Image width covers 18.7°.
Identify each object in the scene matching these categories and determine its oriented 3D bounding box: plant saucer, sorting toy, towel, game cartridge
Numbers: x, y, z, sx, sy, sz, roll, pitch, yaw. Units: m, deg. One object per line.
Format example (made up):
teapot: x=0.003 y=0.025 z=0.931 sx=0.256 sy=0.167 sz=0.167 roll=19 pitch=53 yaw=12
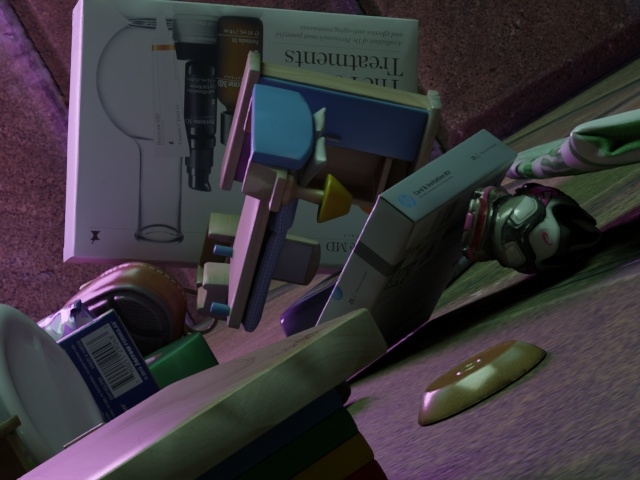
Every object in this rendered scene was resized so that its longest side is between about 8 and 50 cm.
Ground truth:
plant saucer: x=0.088 y=0.077 z=1.104 sx=0.083 sy=0.015 sz=0.083 roll=-30 pitch=3 yaw=1
sorting toy: x=-0.105 y=0.152 z=0.961 sx=0.255 sy=0.089 sz=0.257 roll=-31 pitch=3 yaw=-28
towel: x=0.268 y=-0.086 z=1.392 sx=0.247 sy=0.038 sz=0.325 roll=-14 pitch=2 yaw=-1
game cartridge: x=0.073 y=0.031 z=1.922 sx=0.196 sy=0.060 sz=0.294 roll=-33 pitch=1 yaw=23

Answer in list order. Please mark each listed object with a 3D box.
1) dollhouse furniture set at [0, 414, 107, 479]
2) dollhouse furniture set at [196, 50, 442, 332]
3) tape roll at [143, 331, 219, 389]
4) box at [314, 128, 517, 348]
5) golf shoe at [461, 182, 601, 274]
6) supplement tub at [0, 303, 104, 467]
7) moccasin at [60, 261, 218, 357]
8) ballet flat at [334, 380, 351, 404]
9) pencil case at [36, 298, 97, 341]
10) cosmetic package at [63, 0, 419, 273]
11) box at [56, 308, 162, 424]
dollhouse furniture set: x=-0.193 y=0.134 z=1.308 sx=0.161 sy=0.182 sz=0.101 roll=-30 pitch=2 yaw=19
dollhouse furniture set: x=0.000 y=0.000 z=1.876 sx=0.303 sy=0.198 sz=0.286 roll=-92 pitch=15 yaw=-61
tape roll: x=-0.232 y=0.196 z=1.811 sx=0.321 sy=0.077 sz=0.321 roll=-30 pitch=2 yaw=1
box: x=0.065 y=0.016 z=1.479 sx=0.145 sy=0.038 sz=0.186 roll=-33 pitch=-26 yaw=-46
golf shoe: x=0.169 y=-0.003 z=1.447 sx=0.086 sy=0.068 sz=0.186 roll=14 pitch=9 yaw=21
supplement tub: x=-0.330 y=0.199 z=1.495 sx=0.316 sy=0.194 sz=0.193 roll=-30 pitch=2 yaw=10
moccasin: x=-0.202 y=0.103 z=2.107 sx=0.147 sy=0.139 sz=0.380 roll=-55 pitch=-6 yaw=-24
ballet flat: x=-0.047 y=0.132 z=1.403 sx=0.049 sy=0.057 sz=0.173 roll=20 pitch=-31 yaw=-35
pencil case: x=-0.298 y=0.141 z=1.937 sx=0.206 sy=0.086 sz=0.088 roll=-30 pitch=35 yaw=14
cosmetic package: x=-0.084 y=-0.109 z=2.124 sx=0.377 sy=0.284 sz=0.097 roll=2 pitch=-4 yaw=-13
box: x=-0.236 y=0.171 z=1.625 sx=0.225 sy=0.136 sz=0.036 roll=-30 pitch=3 yaw=-5
